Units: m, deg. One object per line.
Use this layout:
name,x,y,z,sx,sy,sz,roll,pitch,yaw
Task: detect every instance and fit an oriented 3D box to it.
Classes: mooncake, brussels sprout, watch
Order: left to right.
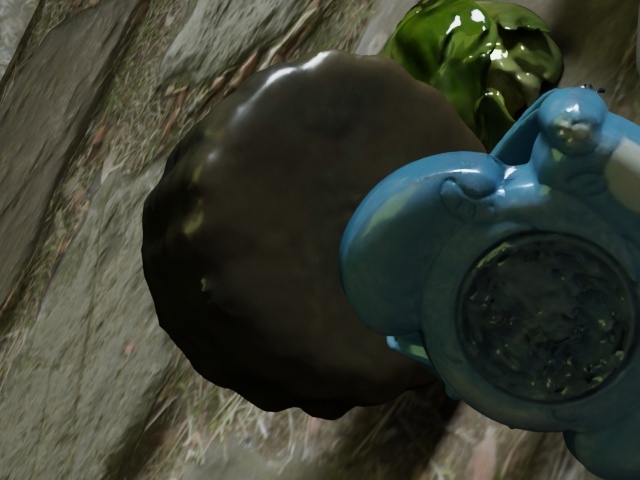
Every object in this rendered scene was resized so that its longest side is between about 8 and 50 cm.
mooncake,0.000,0.000,1.266,0.124,0.228,0.228,-20,44,62
brussels sprout,0.089,-0.106,1.389,0.181,0.100,0.139,29,105,51
watch,0.122,0.007,1.060,0.211,0.211,0.193,-54,7,15

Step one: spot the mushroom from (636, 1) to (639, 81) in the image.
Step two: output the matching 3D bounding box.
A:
mushroom,0.222,-0.109,1.103,0.247,0.096,0.108,-94,17,-59
